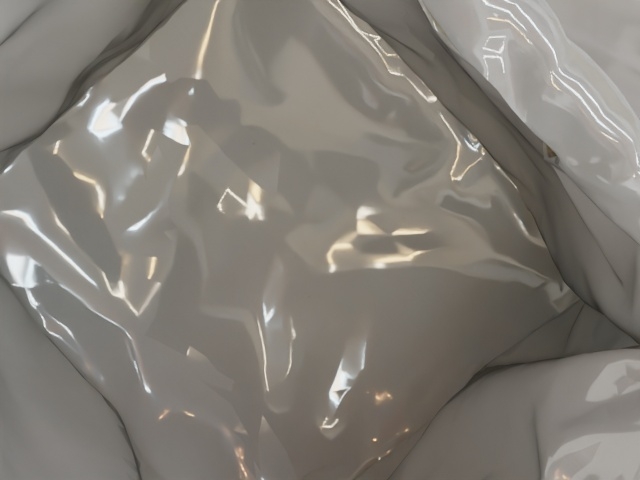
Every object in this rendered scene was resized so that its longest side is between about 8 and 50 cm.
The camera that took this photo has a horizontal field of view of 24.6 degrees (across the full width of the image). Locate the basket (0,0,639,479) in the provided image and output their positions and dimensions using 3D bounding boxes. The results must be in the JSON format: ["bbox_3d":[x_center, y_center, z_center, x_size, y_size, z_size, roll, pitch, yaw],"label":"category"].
[{"bbox_3d":[-0.038,0.015,0.629,0.331,0.328,0.266,-42,178,8],"label":"basket"}]
